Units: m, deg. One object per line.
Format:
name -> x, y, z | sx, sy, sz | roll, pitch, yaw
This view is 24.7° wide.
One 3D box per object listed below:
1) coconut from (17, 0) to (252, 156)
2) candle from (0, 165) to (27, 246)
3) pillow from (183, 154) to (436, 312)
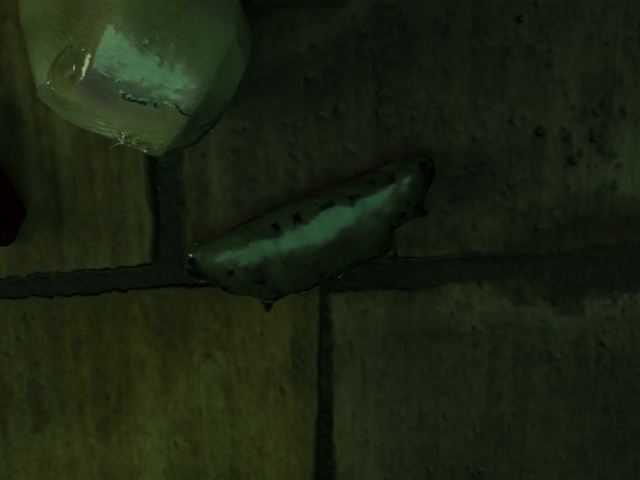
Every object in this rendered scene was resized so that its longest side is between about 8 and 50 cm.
coconut -> -0.153, -0.156, 1.146 | 0.183, 0.171, 0.171 | 21, 110, -21
candle -> -0.327, -0.117, 1.197 | 0.084, 0.059, 0.301 | -24, 118, -11
pillow -> -0.001, 0.001, 1.305 | 0.241, 0.051, 0.093 | -23, 111, 1
